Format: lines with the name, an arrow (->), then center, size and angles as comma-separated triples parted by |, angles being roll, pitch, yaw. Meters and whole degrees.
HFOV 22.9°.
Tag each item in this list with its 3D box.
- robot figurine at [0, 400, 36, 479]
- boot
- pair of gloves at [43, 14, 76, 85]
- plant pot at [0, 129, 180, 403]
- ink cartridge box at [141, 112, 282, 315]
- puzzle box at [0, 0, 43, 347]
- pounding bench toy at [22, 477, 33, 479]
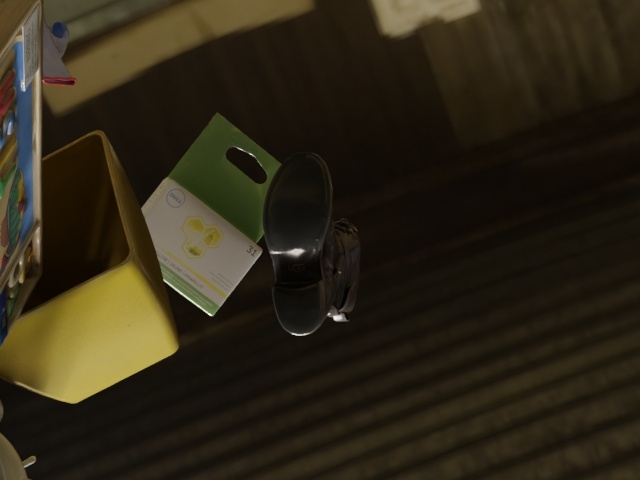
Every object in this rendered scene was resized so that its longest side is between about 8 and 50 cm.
robot figurine -> -0.443, 0.274, 1.630 | 0.200, 0.353, 0.300 | 45, -72, 31
boot -> 0.000, 0.000, 2.152 | 0.091, 0.263, 0.229 | 6, -169, 17
pair of gloves -> -0.354, -0.235, 1.761 | 0.198, 0.159, 0.023 | 2, 135, -47
plant pot -> -0.267, 0.050, 1.706 | 0.212, 0.187, 0.212 | -27, -135, 6
ink cartridge box -> -0.150, -0.037, 2.235 | 0.235, 0.171, 0.056 | -52, -162, -2
puzzle box -> -0.318, 0.001, 1.368 | 0.052, 0.409, 0.272 | 20, -127, 6
pounding bench toy -> -0.297, 0.284, 1.555 | 0.083, 0.052, 0.065 | -55, -140, 19
